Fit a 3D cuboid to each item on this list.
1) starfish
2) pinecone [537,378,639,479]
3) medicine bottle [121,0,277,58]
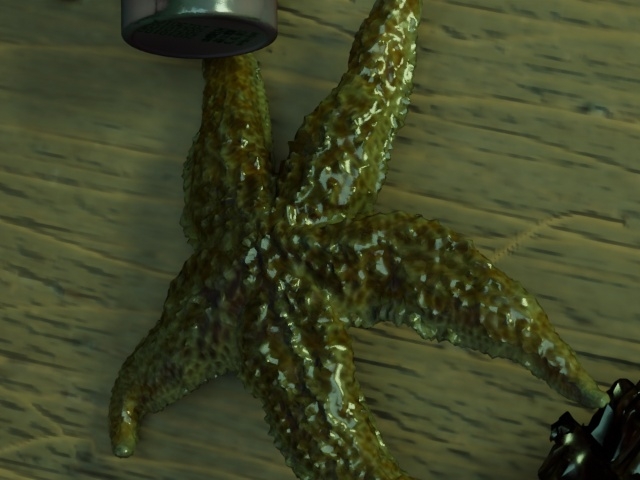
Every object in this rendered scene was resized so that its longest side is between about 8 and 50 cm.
[{"bbox_3d":[-0.003,-0.001,0.913,0.299,0.060,0.302,-11,75,35],"label":"starfish"},{"bbox_3d":[0.182,0.155,0.857,0.221,0.221,0.221,0,89,7],"label":"pinecone"},{"bbox_3d":[-0.064,-0.193,0.932,0.119,0.094,0.188,-4,80,12],"label":"medicine bottle"}]
